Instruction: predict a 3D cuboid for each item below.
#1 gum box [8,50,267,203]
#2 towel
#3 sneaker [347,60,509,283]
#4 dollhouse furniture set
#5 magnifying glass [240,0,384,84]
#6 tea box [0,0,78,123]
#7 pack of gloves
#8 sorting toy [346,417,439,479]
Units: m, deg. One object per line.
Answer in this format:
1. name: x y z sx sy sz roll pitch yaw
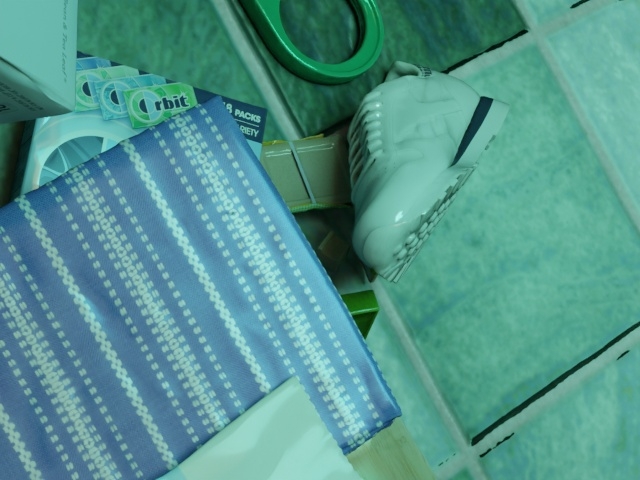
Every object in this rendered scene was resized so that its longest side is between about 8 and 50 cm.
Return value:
1. gum box: -0.124 -0.020 0.942 0.157 0.041 0.184 15 71 -22
2. towel: -0.145 0.092 0.861 0.336 0.040 0.243 -30 89 -15
3. sneaker: 0.055 -0.053 0.991 0.095 0.090 0.235 34 31 0
4. dollhouse furniture set: 0.000 0.000 1.013 0.076 0.058 0.151 -10 62 -22
5. magnifying glass: -0.051 -0.199 1.041 0.231 0.026 0.092 37 63 -17
6. tea box: -0.307 -0.228 0.714 0.220 0.323 0.329 32 54 -64
7. pack of gloves: -0.046 0.213 0.800 0.232 0.046 0.195 -31 89 -25
8. sorting toy: 0.022 0.270 0.895 0.255 0.089 0.257 -34 96 -25
